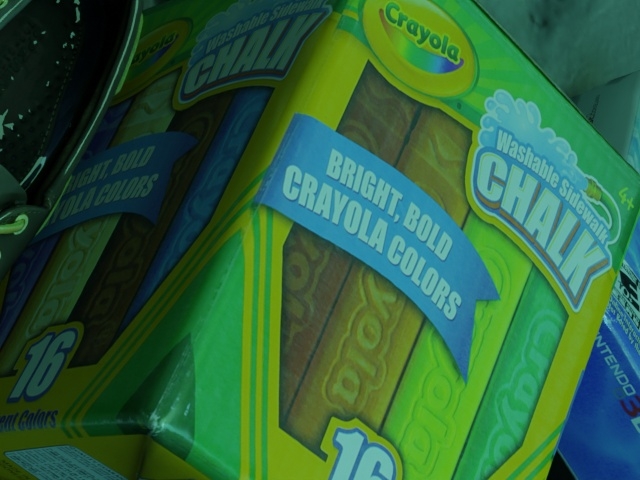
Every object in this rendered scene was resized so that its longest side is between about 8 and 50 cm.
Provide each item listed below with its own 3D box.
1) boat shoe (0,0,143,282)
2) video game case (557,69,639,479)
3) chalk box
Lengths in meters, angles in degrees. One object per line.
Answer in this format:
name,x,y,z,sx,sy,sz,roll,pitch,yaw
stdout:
boat shoe,-0.141,-0.028,0.651,0.081,0.069,0.227,39,61,-29
video game case,0.194,0.080,0.859,0.269,0.061,0.244,56,28,-19
chalk box,0.000,0.000,0.693,0.180,0.179,0.289,39,61,-30
